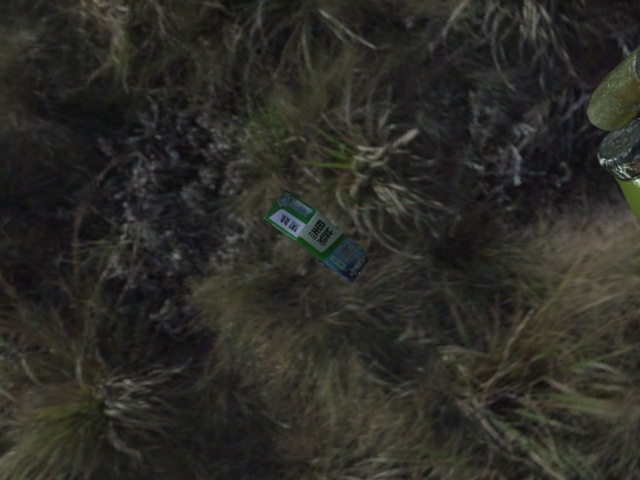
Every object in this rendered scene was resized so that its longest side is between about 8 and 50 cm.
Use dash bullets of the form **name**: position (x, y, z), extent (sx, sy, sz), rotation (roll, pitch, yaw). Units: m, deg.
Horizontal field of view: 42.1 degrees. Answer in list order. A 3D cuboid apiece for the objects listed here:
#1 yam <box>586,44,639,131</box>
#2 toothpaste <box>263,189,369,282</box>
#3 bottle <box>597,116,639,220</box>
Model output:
- **yam**: position (0.257, -0.127, 0.685), extent (0.043, 0.094, 0.043), rotation (3, 73, -10)
- **toothpaste**: position (0.000, 0.000, 0.385), extent (0.020, 0.083, 0.017), rotation (35, 88, 24)
- **bottle**: position (0.437, -0.049, 0.993), extent (0.260, 0.112, 0.112), rotation (34, 106, -24)
